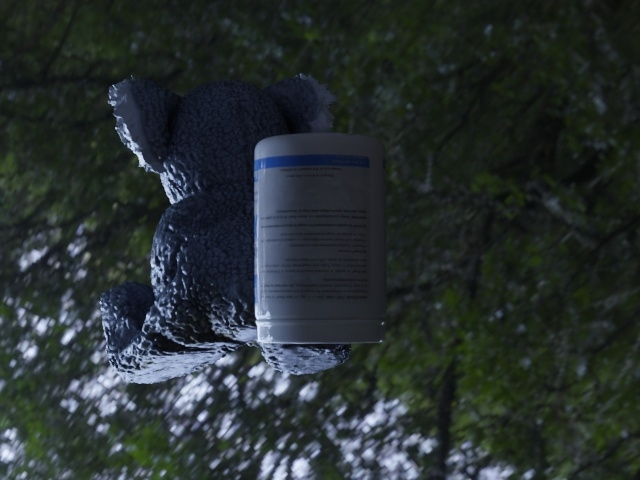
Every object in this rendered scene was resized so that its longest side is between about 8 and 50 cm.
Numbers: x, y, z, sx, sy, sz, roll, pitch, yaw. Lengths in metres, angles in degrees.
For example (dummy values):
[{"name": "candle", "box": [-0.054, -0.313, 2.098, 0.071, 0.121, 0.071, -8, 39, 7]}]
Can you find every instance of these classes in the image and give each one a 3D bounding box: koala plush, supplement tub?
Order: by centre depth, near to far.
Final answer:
[{"name": "supplement tub", "box": [0.000, 0.000, 0.742, 0.071, 0.071, 0.107, 2, -94, -25]}, {"name": "koala plush", "box": [-0.061, -0.023, 1.049, 0.196, 0.203, 0.221, -2, -107, -15]}]
